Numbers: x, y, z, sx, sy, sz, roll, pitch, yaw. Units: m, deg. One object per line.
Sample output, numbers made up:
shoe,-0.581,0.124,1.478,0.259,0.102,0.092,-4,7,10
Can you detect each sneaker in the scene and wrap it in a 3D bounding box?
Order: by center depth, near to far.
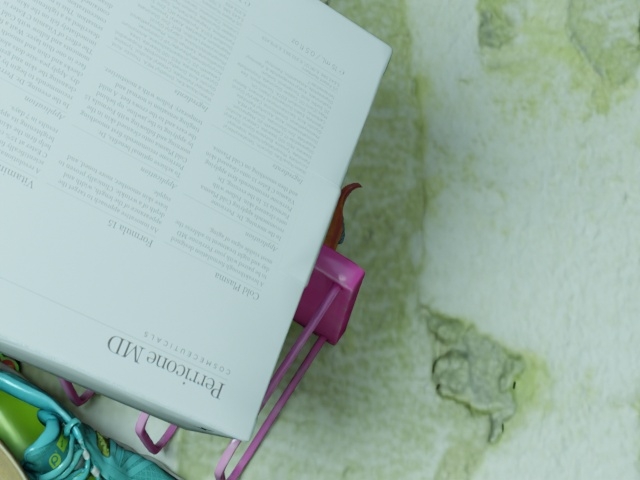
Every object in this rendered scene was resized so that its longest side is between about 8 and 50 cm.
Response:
sneaker,-0.198,0.178,0.953,0.275,0.110,0.107,34,70,-6

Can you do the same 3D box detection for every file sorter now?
file sorter,-0.142,0.043,0.966,0.290,0.202,0.182,32,74,6

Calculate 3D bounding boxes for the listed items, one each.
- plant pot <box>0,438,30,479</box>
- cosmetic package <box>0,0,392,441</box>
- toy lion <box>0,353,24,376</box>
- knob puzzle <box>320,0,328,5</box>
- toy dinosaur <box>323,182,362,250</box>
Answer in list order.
plant pot,-0.306,0.203,0.921,0.236,0.032,0.236,4,110,11
cosmetic package,-0.164,-0.077,0.755,0.377,0.097,0.284,29,71,-28
toy lion,-0.292,0.131,1.012,0.096,0.034,0.100,27,71,-4
knob puzzle,-0.112,-0.270,1.164,0.213,0.030,0.213,2,71,-5
toy dinosaur,0.000,0.000,1.060,0.047,0.090,0.082,18,26,-9
